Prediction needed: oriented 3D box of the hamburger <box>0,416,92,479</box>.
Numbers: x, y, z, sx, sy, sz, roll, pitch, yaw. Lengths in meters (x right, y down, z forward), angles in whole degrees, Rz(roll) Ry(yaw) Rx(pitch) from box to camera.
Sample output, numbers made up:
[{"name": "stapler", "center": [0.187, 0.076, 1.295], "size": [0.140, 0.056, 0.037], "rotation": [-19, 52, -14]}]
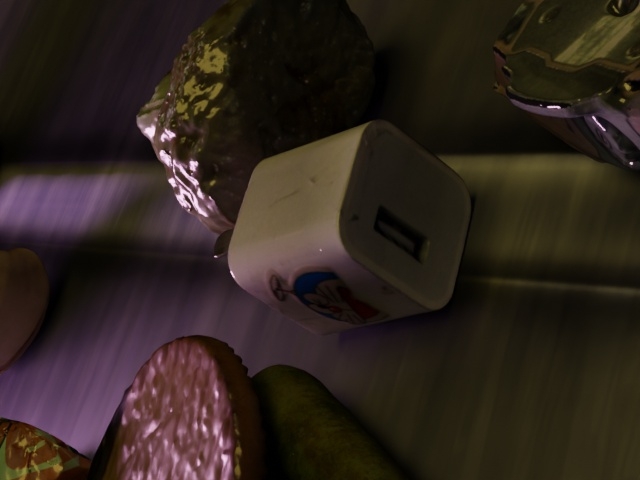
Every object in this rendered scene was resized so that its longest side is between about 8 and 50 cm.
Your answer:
[{"name": "hamburger", "center": [-0.308, 0.261, 1.462], "size": [0.235, 0.125, 0.214], "rotation": [18, 66, 43]}]

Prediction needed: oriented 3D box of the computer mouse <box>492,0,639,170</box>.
[{"name": "computer mouse", "center": [0.223, -0.134, 1.129], "size": [0.199, 0.115, 0.389], "rotation": [-38, 20, -1]}]

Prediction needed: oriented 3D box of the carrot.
[{"name": "carrot", "center": [0.032, 0.184, 1.132], "size": [0.074, 0.074, 0.358], "rotation": [-54, 33, 3]}]

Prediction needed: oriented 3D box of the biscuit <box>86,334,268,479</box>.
[{"name": "biscuit", "center": [-0.124, 0.229, 1.266], "size": [0.318, 0.040, 0.317], "rotation": [-40, 42, 49]}]

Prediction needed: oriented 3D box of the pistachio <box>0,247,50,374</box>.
[{"name": "pistachio", "center": [-0.353, 0.077, 1.726], "size": [0.113, 0.113, 0.149], "rotation": [7, 82, 55]}]

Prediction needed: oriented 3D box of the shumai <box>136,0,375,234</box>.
[{"name": "shumai", "center": [-0.080, -0.122, 1.446], "size": [0.218, 0.189, 0.256], "rotation": [-7, 45, 51]}]

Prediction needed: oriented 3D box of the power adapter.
[{"name": "power adapter", "center": [0.000, 0.000, 1.286], "size": [0.205, 0.130, 0.125], "rotation": [-18, 49, 47]}]

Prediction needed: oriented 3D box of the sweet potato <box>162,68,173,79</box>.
[{"name": "sweet potato", "center": [-0.128, -0.127, 1.639], "size": [0.218, 0.051, 0.065], "rotation": [-116, 20, -55]}]
